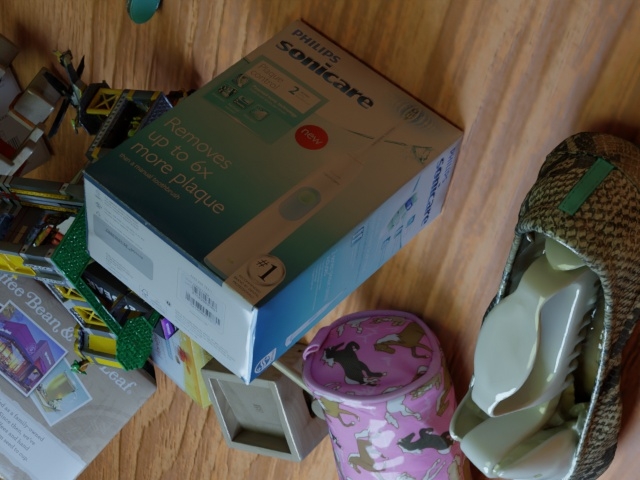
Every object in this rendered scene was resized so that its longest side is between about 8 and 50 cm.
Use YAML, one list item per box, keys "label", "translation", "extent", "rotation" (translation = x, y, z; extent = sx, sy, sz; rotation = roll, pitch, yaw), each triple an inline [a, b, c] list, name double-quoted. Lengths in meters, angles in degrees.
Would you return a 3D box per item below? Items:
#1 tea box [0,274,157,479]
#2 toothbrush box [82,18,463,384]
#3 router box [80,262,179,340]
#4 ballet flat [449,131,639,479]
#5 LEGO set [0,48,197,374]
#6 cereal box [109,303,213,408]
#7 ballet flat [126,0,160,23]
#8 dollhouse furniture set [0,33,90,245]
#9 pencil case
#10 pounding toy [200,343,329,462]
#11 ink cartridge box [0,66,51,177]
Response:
- label: "tea box"
  translation: [-0.408, 0.151, 1.822]
  extent: [0.329, 0.220, 0.323]
  rotation: [42, 174, -5]
- label: "toothbrush box"
  translation: [-0.043, -0.045, 1.288]
  extent: [0.216, 0.295, 0.126]
  rotation: [38, 146, 20]
- label: "router box"
  translation: [-0.214, 0.035, 1.739]
  extent: [0.179, 0.133, 0.046]
  rotation: [29, 147, 30]
- label: "ballet flat"
  translation: [0.199, 0.112, 1.259]
  extent: [0.164, 0.182, 0.483]
  rotation: [32, 145, 25]
- label: "LEGO set"
  translation: [-0.265, -0.028, 1.538]
  extent: [0.192, 0.331, 0.255]
  rotation: [8, 156, 33]
- label: "cereal box"
  translation: [-0.219, 0.098, 1.850]
  extent: [0.240, 0.047, 0.173]
  rotation: [34, 143, 42]
- label: "ballet flat"
  translation: [-0.190, -0.283, 1.473]
  extent: [0.041, 0.041, 0.114]
  rotation: [42, 148, 12]
- label: "dollhouse furniture set"
  translation: [-0.390, -0.091, 1.685]
  extent: [0.259, 0.262, 0.135]
  rotation: [37, 123, -15]
- label: "pencil case"
  translation: [0.086, 0.256, 1.582]
  extent: [0.160, 0.167, 0.386]
  rotation: [-116, 11, -52]
- label: "pounding toy"
  translation: [-0.040, 0.179, 1.725]
  extent: [0.206, 0.094, 0.181]
  rotation: [5, 123, 38]
- label: "ink cartridge box"
  translation: [-0.558, -0.216, 1.909]
  extent: [0.309, 0.130, 0.272]
  rotation: [13, 132, 45]
